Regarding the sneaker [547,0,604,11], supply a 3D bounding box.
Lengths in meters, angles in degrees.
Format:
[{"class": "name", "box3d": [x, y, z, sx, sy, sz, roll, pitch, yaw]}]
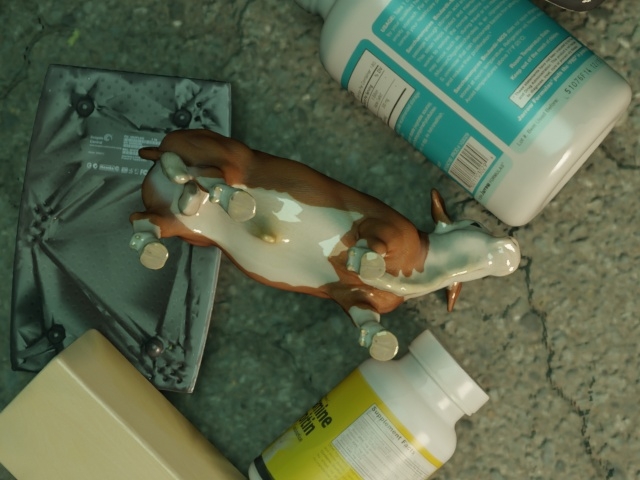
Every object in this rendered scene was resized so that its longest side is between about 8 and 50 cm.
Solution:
[{"class": "sneaker", "box3d": [0.146, -0.260, 1.339, 0.235, 0.097, 0.084, 42, 95, 20]}]

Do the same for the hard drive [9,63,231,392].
[{"class": "hard drive", "box3d": [-0.160, -0.010, 1.388, 0.172, 0.054, 0.254, 6, 88, 8]}]

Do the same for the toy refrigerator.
[{"class": "toy refrigerator", "box3d": [-0.128, 0.204, 1.330, 0.269, 0.094, 0.102, 45, 108, 0]}]

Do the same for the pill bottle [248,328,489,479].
[{"class": "pill bottle", "box3d": [0.041, 0.157, 1.328, 0.184, 0.103, 0.103, -42, 83, 3]}]

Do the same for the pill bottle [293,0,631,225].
[{"class": "pill bottle", "box3d": [0.101, -0.144, 1.317, 0.264, 0.146, 0.146, 41, 92, 7]}]

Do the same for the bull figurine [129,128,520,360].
[{"class": "bull figurine", "box3d": [0.000, 0.000, 1.288, 0.310, 0.188, 0.101, 17, 106, -1]}]
